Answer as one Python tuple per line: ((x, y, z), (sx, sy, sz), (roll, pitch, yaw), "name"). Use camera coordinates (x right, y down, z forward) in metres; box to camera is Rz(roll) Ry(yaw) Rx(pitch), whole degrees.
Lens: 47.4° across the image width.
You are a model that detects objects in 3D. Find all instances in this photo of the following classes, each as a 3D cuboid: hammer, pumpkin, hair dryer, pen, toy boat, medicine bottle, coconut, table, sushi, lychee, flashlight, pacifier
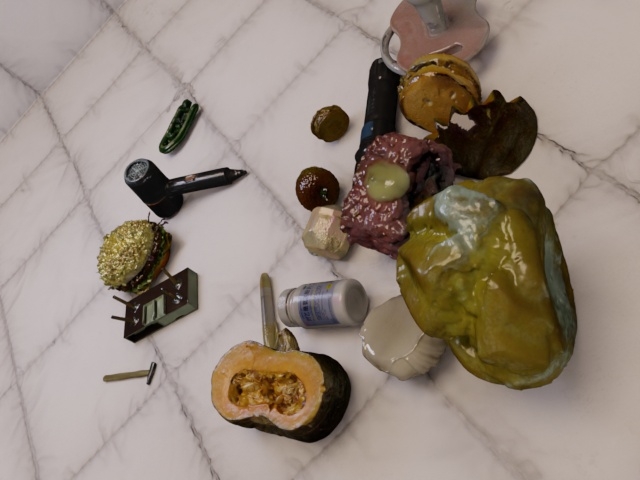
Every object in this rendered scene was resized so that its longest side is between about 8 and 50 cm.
((-0.518, 0.366, 1.958), (0.199, 0.013, 0.062), (-14, 53, 34), "hammer")
((-0.077, 0.297, 1.539), (0.317, 0.139, 0.221), (-2, 63, 41), "pumpkin")
((-0.383, -0.181, 2.129), (0.352, 0.189, 0.107), (-11, 55, 18), "hair dryer")
((-0.123, 0.170, 1.747), (0.040, 0.032, 0.233), (-12, 50, 6), "pen")
((-0.471, -0.372, 2.411), (0.104, 0.052, 0.210), (8, 66, 40), "toy boat")
((0.003, 0.142, 1.606), (0.187, 0.103, 0.102), (-8, 57, 36), "medicine bottle")
((0.025, -0.026, 1.699), (0.116, 0.116, 0.122), (6, 70, 43), "coconut")
((-0.458, 0.164, 1.977), (0.240, 0.111, 0.121), (-29, 47, 22), "table")
((0.167, -0.090, 1.540), (0.171, 0.236, 0.270), (21, 78, 36), "sushi")
((-0.009, -0.128, 1.799), (0.114, 0.114, 0.146), (-50, 30, 1), "lychee")
((0.144, -0.282, 1.801), (0.103, 0.103, 0.424), (-16, 50, 32), "flashlight")
((0.277, -0.539, 1.774), (0.273, 0.220, 0.332), (107, 163, -53), "pacifier")
((0.341, -0.216, 1.552), (0.254, 0.130, 0.149), (-35, 44, 15), "pumpkin")

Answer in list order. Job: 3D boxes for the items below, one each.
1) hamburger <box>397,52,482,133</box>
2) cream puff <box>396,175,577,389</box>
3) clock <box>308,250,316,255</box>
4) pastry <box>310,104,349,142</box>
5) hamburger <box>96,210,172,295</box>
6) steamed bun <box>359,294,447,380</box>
((0.267, -0.336, 1.669), (0.191, 0.182, 0.118), (-22, 33, 38), "hamburger")
((0.269, 0.071, 1.239), (0.275, 0.378, 0.378), (-14, 53, 25), "cream puff")
((0.000, 0.000, 1.777), (0.074, 0.010, 0.083), (30, 83, 47), "clock")
((0.026, -0.305, 1.908), (0.057, 0.097, 0.109), (45, 127, 38), "pastry")
((-0.546, 0.033, 2.124), (0.243, 0.139, 0.261), (14, 72, 46), "hamburger")
((0.171, 0.193, 1.427), (0.183, 0.106, 0.183), (-22, 46, 25), "steamed bun")
